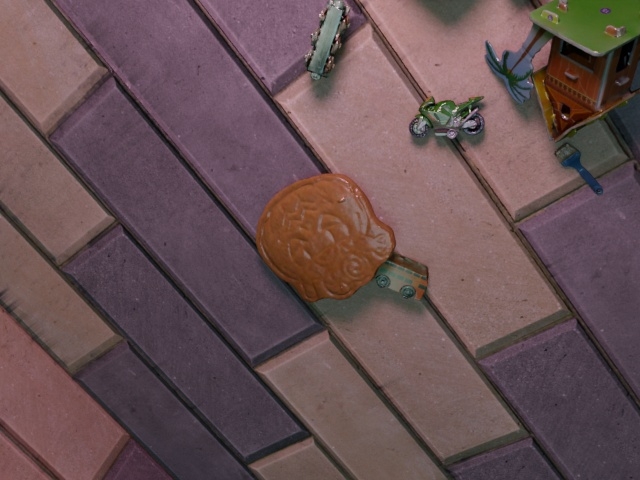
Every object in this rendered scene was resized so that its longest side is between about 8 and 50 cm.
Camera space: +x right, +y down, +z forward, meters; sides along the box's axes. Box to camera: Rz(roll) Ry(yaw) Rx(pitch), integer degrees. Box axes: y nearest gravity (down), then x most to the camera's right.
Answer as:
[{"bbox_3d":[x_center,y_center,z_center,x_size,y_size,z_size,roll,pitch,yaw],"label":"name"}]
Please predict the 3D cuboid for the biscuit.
[{"bbox_3d":[-0.001,0.001,1.753,0.385,0.062,0.365,-39,92,30],"label":"biscuit"}]

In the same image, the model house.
[{"bbox_3d":[0.589,-0.422,1.401,0.300,0.340,0.324,-29,141,-15],"label":"model house"}]

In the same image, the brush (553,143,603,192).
[{"bbox_3d":[0.665,-0.180,1.562,0.164,0.014,0.051,44,119,-11],"label":"brush"}]

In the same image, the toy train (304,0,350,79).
[{"bbox_3d":[0.018,-0.494,1.499,0.080,0.125,0.194,19,116,-4],"label":"toy train"}]

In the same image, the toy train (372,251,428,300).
[{"bbox_3d":[0.226,0.099,1.778,0.188,0.072,0.099,23,121,2],"label":"toy train"}]

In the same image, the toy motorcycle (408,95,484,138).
[{"bbox_3d":[0.318,-0.315,1.552,0.190,0.074,0.106,-1,108,14],"label":"toy motorcycle"}]
